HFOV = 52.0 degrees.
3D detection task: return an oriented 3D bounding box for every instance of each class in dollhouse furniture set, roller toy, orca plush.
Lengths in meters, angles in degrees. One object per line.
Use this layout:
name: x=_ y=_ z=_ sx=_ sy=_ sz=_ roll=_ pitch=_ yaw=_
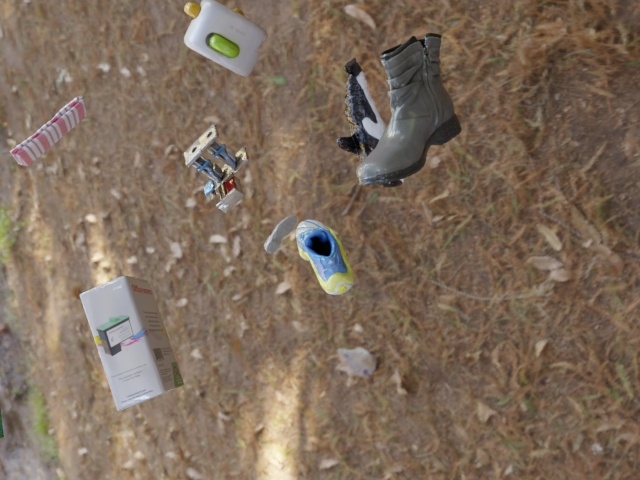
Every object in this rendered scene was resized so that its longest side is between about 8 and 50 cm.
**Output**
dollhouse furniture set: x=-0.276 y=-0.201 z=1.804 sx=0.129 sy=0.129 sz=0.184 roll=-42 pitch=39 yaw=16
roller toy: x=-0.242 y=-0.531 z=1.699 sx=0.209 sy=0.191 sz=0.146 roll=34 pitch=102 yaw=29
orca plush: x=0.084 y=-0.230 z=1.387 sx=0.151 sy=0.102 sz=0.287 roll=49 pitch=162 yaw=54

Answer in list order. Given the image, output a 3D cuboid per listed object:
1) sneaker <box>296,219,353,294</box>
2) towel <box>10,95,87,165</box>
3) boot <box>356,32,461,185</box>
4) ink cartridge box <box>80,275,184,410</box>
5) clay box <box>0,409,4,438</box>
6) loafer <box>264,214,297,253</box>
sneaker: x=0.000 y=0.000 z=1.366 sx=0.240 sy=0.091 sz=0.126 roll=55 pitch=168 yaw=48
towel: x=-0.602 y=-0.245 z=1.464 sx=0.029 sy=0.197 sz=0.144 roll=47 pitch=165 yaw=-11
boot: x=0.108 y=-0.188 z=0.918 sx=0.083 sy=0.246 sz=0.161 roll=1 pitch=120 yaw=41
ink cartridge box: x=-0.437 y=0.237 z=1.541 sx=0.117 sy=0.201 sz=0.278 roll=-21 pitch=82 yaw=-2
clay box: x=-0.355 y=0.077 z=0.626 sx=0.127 sy=0.053 sz=0.222 roll=-9 pitch=86 yaw=48
loafer: x=-0.116 y=-0.023 z=1.820 sx=0.125 sy=0.045 sz=0.039 roll=-53 pitch=35 yaw=2
